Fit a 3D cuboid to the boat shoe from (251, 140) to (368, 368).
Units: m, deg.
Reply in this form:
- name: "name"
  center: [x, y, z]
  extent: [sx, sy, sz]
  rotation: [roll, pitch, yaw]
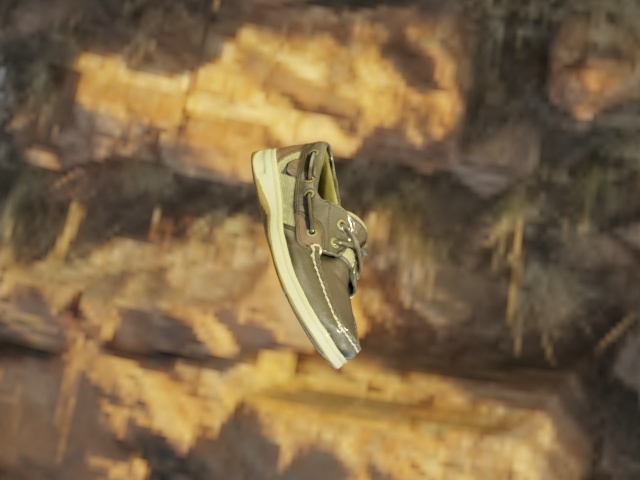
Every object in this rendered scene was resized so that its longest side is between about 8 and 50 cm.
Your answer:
- name: "boat shoe"
  center: [0.000, 0.000, 1.011]
  extent: [0.049, 0.152, 0.056]
  rotation: [-25, 139, 7]
